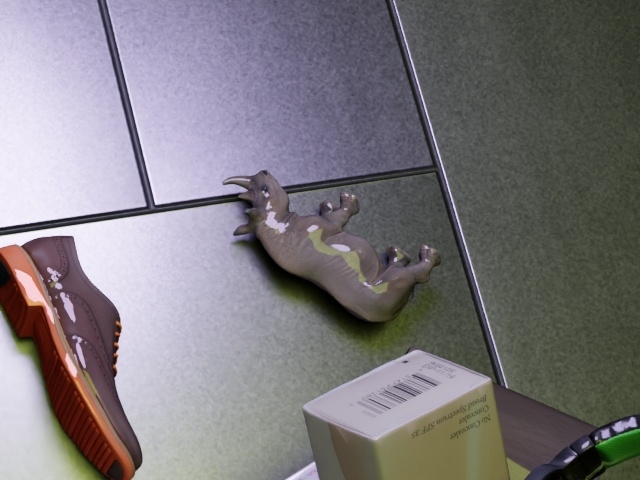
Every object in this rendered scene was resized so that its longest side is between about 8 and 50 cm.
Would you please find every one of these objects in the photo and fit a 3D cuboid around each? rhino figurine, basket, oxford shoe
[{"bbox_3d":[0.000,0.000,2.031,0.243,0.073,0.106,32,61,0],"label":"rhino figurine"},{"bbox_3d":[0.157,0.218,1.949,0.227,0.154,0.204,32,52,3],"label":"basket"},{"bbox_3d":[-0.230,0.111,1.910,0.098,0.097,0.271,-21,76,-28],"label":"oxford shoe"}]

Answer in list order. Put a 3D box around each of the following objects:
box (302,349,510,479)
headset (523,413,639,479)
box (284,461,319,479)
[{"bbox_3d":[0.099,0.279,1.797,0.148,0.121,0.311,-25,114,-28],"label":"box"},{"bbox_3d":[0.250,0.327,1.711,0.394,0.185,0.243,-35,48,-6],"label":"headset"},{"bbox_3d":[-0.035,0.299,1.878,0.203,0.114,0.103,-29,79,-25],"label":"box"}]
